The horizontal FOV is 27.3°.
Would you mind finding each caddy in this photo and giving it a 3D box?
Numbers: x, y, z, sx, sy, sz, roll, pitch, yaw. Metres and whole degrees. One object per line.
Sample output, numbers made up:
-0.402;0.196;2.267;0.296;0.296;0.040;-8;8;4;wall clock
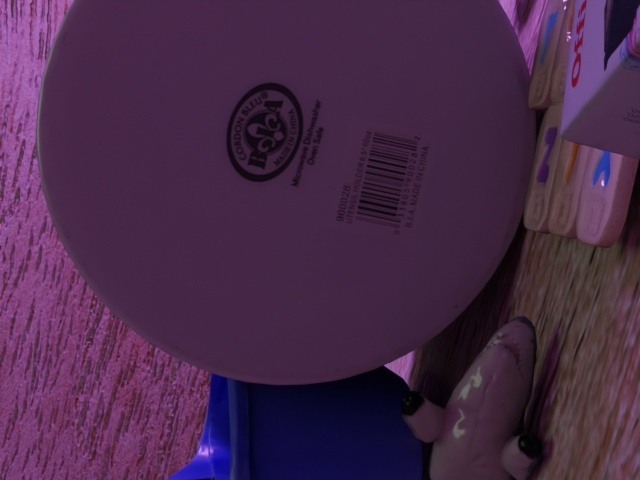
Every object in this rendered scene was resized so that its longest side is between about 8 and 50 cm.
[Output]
-0.039;0.201;0.985;0.341;0.179;0.241;-173;87;-83;caddy

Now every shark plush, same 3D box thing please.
0.095;0.118;0.707;0.067;0.073;0.161;-55;-35;-44;shark plush

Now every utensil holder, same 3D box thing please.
-0.035;-0.079;0.966;0.385;0.327;0.328;-127;49;-84;utensil holder

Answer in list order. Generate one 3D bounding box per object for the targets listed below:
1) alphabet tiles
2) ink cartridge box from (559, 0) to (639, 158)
0.150;-0.136;0.633;0.284;0.021;0.278;-136;57;-86;alphabet tiles
0.134;-0.108;0.387;0.175;0.072;0.127;114;166;-72;ink cartridge box
